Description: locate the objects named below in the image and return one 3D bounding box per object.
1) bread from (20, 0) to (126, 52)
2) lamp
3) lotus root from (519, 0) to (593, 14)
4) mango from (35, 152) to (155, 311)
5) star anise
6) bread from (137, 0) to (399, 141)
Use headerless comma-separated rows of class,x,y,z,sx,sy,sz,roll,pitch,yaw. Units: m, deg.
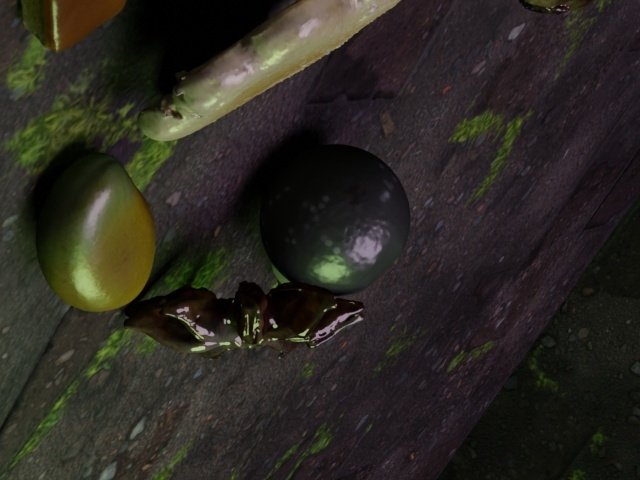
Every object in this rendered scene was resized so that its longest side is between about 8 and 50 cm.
bread,-0.193,-0.250,1.156,0.088,0.049,0.226,-37,156,-30
lamp,-0.007,0.010,1.846,0.182,0.182,0.314,-33,166,-37
lotus root,0.324,-0.377,1.888,0.214,0.138,0.138,-55,159,15
mango,-0.219,-0.008,1.469,0.130,0.092,0.195,-33,150,-34
star anise,-0.087,0.091,1.751,0.288,0.288,0.088,46,41,-70
bread,-0.038,-0.180,1.409,0.316,0.054,0.316,-33,-176,3
